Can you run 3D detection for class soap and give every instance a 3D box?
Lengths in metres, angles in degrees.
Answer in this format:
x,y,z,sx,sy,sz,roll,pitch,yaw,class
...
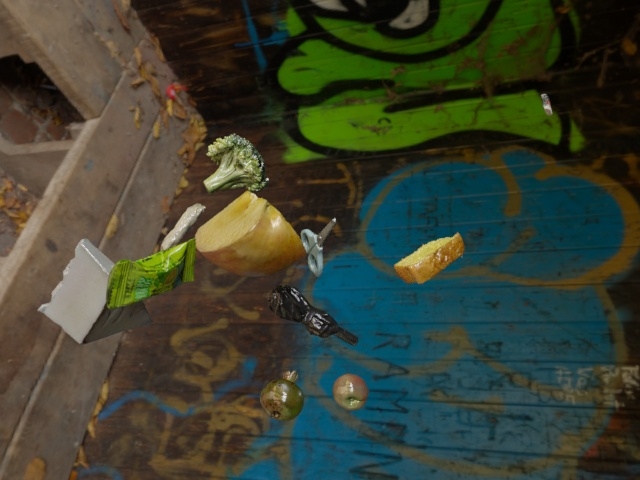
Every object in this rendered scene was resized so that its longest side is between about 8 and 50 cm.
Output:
x,y,z,sx,sy,sz,roll,pitch,yaw,class
-0.556,0.127,1.351,0.257,0.159,0.302,-57,167,16,soap

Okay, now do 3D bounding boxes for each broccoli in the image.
x,y,z,sx,sy,sz,roll,pitch,yaw,class
-0.327,-0.260,1.843,0.247,0.243,0.263,47,-13,16,broccoli

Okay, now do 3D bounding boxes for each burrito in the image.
x,y,z,sx,sy,sz,roll,pitch,yaw,class
-0.597,-0.050,2.117,0.059,0.082,0.275,43,74,-30,burrito

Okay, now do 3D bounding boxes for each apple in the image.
x,y,z,sx,sy,sz,roll,pitch,yaw,class
-0.194,-0.012,1.436,0.309,0.314,0.252,41,-58,58,apple

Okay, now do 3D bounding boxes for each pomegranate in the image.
x,y,z,sx,sy,sz,roll,pitch,yaw,class
-0.141,0.645,2.032,0.210,0.179,0.179,-28,116,-41,pomegranate

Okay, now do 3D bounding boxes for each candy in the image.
x,y,z,sx,sy,sz,roll,pitch,yaw,class
-0.398,0.080,1.208,0.246,0.069,0.149,-27,146,-52,candy

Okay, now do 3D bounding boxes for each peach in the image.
x,y,z,sx,sy,sz,roll,pitch,yaw,class
0.066,0.335,1.095,0.083,0.083,0.083,-4,90,-73,peach

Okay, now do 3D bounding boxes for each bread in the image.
x,y,z,sx,sy,sz,roll,pitch,yaw,class
0.268,0.045,1.199,0.187,0.103,0.065,-33,96,-34,bread

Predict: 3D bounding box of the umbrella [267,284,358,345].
x,y,z,sx,sy,sz,roll,pitch,yaw,class
-0.019,0.257,1.623,0.340,0.118,0.118,30,43,-14,umbrella

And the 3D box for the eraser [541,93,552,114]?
x,y,z,sx,sy,sz,roll,pitch,yaw,class
0.636,-0.383,1.382,0.027,0.019,0.099,48,38,-25,eraser

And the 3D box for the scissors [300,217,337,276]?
x,y,z,sx,sy,sz,roll,pitch,yaw,class
0.001,0.000,1.762,0.191,0.029,0.360,70,-25,17,scissors
